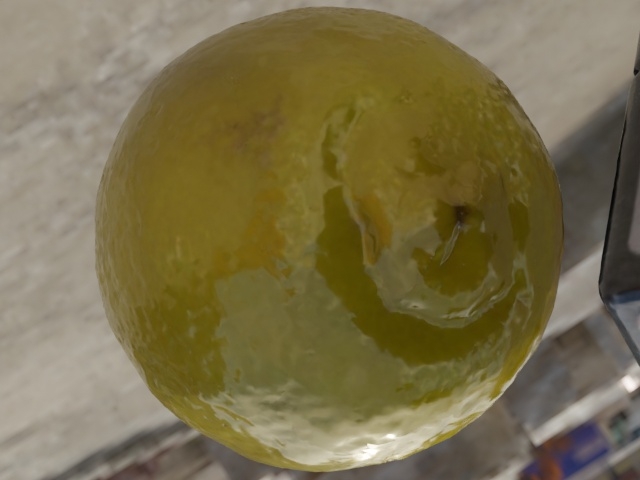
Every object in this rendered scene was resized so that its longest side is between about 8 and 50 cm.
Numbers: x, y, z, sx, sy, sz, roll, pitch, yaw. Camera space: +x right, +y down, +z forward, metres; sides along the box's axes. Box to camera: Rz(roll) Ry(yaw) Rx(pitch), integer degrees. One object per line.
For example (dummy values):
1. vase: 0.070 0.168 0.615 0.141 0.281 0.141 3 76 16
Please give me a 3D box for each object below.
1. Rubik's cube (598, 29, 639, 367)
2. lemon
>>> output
1. Rubik's cube: 0.356 -0.017 0.970 0.313 0.318 0.316 -8 136 29
2. lemon: 0.000 0.000 1.284 0.348 0.348 0.348 -32 168 -7
